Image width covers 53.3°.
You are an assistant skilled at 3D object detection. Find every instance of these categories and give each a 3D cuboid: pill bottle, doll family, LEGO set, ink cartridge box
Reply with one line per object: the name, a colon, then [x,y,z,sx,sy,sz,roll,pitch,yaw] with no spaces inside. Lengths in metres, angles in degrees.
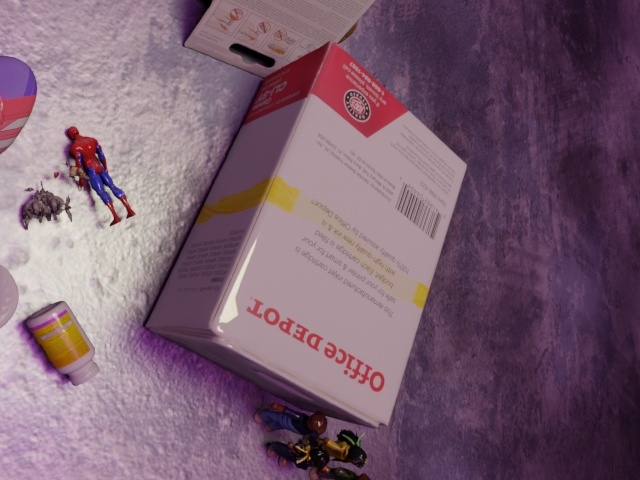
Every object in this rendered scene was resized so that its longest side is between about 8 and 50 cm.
pill bottle: [-0.261,0.107,0.654,0.043,0.043,0.083,-36,107,-36]
doll family: [0.000,0.264,0.809,0.193,0.111,0.076,33,65,-32]
LEGO set: [-0.277,-0.046,0.659,0.054,0.023,0.083,20,80,-12]
ink cartridge box: [0.000,0.000,0.807,0.279,0.160,0.384,36,63,-32]
ink cartridge box: [-0.041,-0.305,0.793,0.181,0.225,0.056,14,52,-38]

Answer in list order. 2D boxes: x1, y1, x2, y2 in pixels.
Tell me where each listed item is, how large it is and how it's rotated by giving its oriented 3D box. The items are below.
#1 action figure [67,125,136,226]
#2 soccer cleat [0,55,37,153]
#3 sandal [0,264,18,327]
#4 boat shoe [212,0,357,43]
action figure: [-0.245,-0.072,0.698,0.038,0.030,0.115,-33,101,-43]
soccer cleat: [-0.346,-0.089,0.572,0.083,0.095,0.248,54,56,-22]
sandal: [-0.386,0.091,0.522,0.265,0.076,0.101,-17,80,-25]
boat shoe: [-0.072,-0.352,0.841,0.277,0.098,0.096,17,54,-40]
